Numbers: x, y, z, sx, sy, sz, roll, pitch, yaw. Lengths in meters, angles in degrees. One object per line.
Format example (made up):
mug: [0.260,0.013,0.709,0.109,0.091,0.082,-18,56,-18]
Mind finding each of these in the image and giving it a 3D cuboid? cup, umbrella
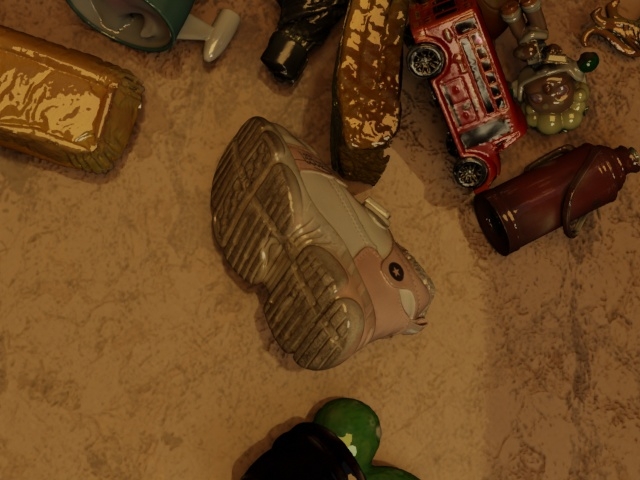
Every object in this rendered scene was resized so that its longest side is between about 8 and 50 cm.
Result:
cup: [-0.227,-0.361,1.427,0.300,0.167,0.173,34,69,-28]
umbrella: [0.011,-0.380,1.471,0.154,0.128,0.336,43,92,22]

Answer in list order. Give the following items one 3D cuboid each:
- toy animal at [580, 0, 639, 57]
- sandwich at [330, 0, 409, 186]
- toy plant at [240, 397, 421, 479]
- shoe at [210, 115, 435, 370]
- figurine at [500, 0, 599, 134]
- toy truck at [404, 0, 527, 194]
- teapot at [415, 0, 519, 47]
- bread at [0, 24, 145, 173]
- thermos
toy animal: [0.478,-0.324,1.551,0.241,0.057,0.099,-33,88,-10]
sandwich: [0.058,-0.199,1.389,0.087,0.251,0.226,9,82,-1]
toy plant: [0.025,0.316,1.374,0.235,0.175,0.218,-19,79,-34]
shoe: [-0.002,0.001,1.414,0.198,0.172,0.351,-3,60,-42]
figurine: [0.299,-0.231,1.467,0.147,0.093,0.197,-17,128,21]
toy truck: [0.193,-0.191,1.418,0.114,0.107,0.252,-21,118,12]
teapot: [0.190,-0.333,1.494,0.178,0.135,0.252,-18,106,-40]
bread: [-0.380,-0.193,1.404,0.288,0.119,0.152,18,84,-3]
thermos: [0.329,-0.073,1.488,0.232,0.099,0.124,-27,49,-10]
